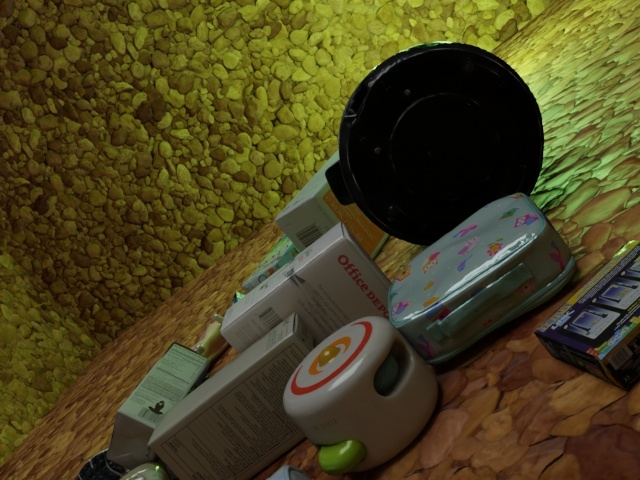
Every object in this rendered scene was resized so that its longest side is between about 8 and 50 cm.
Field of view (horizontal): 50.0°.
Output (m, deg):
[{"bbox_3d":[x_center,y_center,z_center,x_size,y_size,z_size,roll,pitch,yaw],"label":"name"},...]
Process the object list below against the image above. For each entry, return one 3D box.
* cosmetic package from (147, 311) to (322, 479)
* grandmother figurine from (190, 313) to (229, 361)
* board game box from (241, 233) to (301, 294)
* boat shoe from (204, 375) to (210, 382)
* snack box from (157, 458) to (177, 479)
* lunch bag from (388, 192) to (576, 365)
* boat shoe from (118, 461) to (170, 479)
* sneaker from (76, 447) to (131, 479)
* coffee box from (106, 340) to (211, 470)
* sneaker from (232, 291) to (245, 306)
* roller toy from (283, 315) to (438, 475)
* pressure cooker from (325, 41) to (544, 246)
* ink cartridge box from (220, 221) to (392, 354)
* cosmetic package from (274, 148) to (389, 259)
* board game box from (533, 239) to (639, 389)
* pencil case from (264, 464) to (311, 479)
[{"bbox_3d":[-0.113,0.283,1.152,0.309,0.160,0.113,-37,10,8],"label":"cosmetic package"},{"bbox_3d":[-0.358,0.349,1.876,0.342,0.104,0.207,-55,-9,-44],"label":"grandmother figurine"},{"bbox_3d":[-0.068,0.075,1.851,0.142,0.144,0.275,-33,12,34],"label":"board game box"},{"bbox_3d":[-0.324,0.390,1.730,0.125,0.038,0.046,-44,-7,-26],"label":"boat shoe"},{"bbox_3d":[-0.290,0.443,1.409,0.141,0.037,0.100,-31,13,43],"label":"snack box"},{"bbox_3d":[0.230,0.061,1.026,0.279,0.108,0.224,-38,14,14],"label":"lunch bag"},{"bbox_3d":[-0.412,0.531,1.293,0.285,0.104,0.089,-40,8,-4],"label":"boat shoe"},{"bbox_3d":[-0.425,0.492,1.571,0.283,0.110,0.122,-39,-7,-8],"label":"sneaker"},{"bbox_3d":[-0.335,0.348,1.443,0.246,0.098,0.141,-58,-9,-61],"label":"coffee box"},{"bbox_3d":[-0.205,0.214,1.963,0.190,0.083,0.071,-104,29,-56],"label":"sneaker"},{"bbox_3d":[0.050,0.204,0.951,0.191,0.146,0.209,-39,11,1],"label":"roller toy"},{"bbox_3d":[0.219,-0.198,1.355,0.420,0.370,0.375,-88,13,-79],"label":"pressure cooker"},{"bbox_3d":[-0.005,0.136,1.241,0.283,0.207,0.117,-38,13,8],"label":"ink cartridge box"},{"bbox_3d":[0.098,-0.116,1.844,0.161,0.230,0.453,-29,16,42],"label":"cosmetic package"},{"bbox_3d":[0.342,0.075,0.761,0.170,0.048,0.141,-41,9,-5],"label":"board game box"},{"bbox_3d":[-0.104,0.390,0.816,0.273,0.113,0.124,-40,20,1],"label":"pencil case"}]
